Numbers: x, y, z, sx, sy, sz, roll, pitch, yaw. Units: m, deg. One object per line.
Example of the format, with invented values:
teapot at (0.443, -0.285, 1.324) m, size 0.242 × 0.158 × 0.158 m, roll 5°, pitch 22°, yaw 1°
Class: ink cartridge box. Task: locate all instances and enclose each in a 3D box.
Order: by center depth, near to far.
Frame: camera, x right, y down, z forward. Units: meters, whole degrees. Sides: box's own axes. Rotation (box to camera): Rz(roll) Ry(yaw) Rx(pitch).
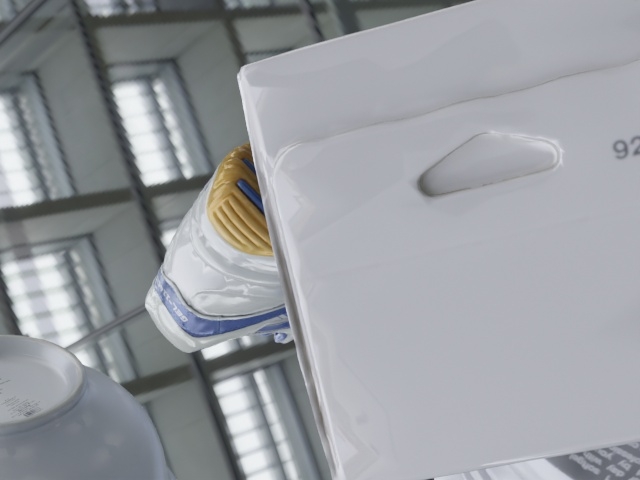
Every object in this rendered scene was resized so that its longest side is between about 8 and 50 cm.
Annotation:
ink cartridge box at (0.092, -0.009, 0.582) m, size 0.233 × 0.171 × 0.168 m, roll -10°, pitch -94°, yaw -74°

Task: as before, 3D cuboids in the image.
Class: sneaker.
sneaker at (0.000, 0.000, 0.889) m, size 0.296 × 0.131 × 0.112 m, roll -4°, pitch -128°, yaw -53°

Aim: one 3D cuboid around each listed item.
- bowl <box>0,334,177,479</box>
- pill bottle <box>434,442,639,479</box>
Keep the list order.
bowl at (-0.248, 0.161, 1.027) m, size 0.298 × 0.298 × 0.134 m, roll -23°, pitch -56°, yaw -43°
pill bottle at (0.216, 0.052, 0.837) m, size 0.210 × 0.362 × 0.210 m, roll 16°, pitch -145°, yaw -12°
